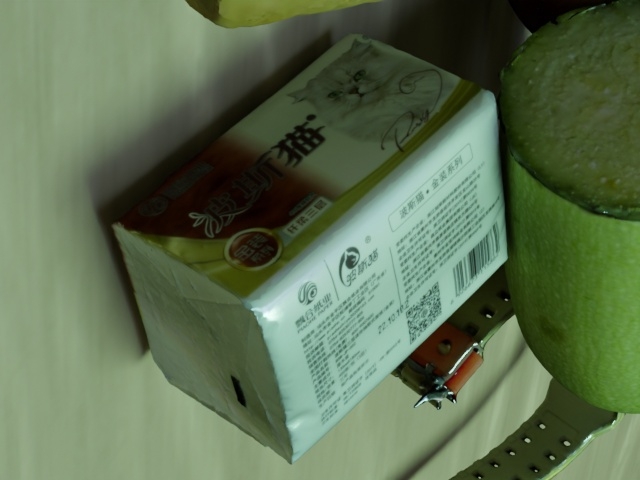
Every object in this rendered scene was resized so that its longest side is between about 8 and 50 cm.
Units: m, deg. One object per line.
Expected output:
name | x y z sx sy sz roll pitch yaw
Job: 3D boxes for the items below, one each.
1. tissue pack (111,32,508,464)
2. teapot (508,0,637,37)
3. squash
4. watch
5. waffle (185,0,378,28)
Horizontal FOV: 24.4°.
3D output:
tissue pack | -0.001 -0.001 0.640 0.149 0.099 0.106 -41 141 -27
teapot | 0.161 -0.158 0.725 0.178 0.135 0.252 -1 141 -14
squash | 0.156 0.007 0.724 0.132 0.132 0.247 -46 150 -20
watch | 0.095 0.093 0.872 0.268 0.102 0.165 -31 132 -24
waffle | 0.105 -0.216 0.479 0.348 0.077 0.304 -11 138 -13
